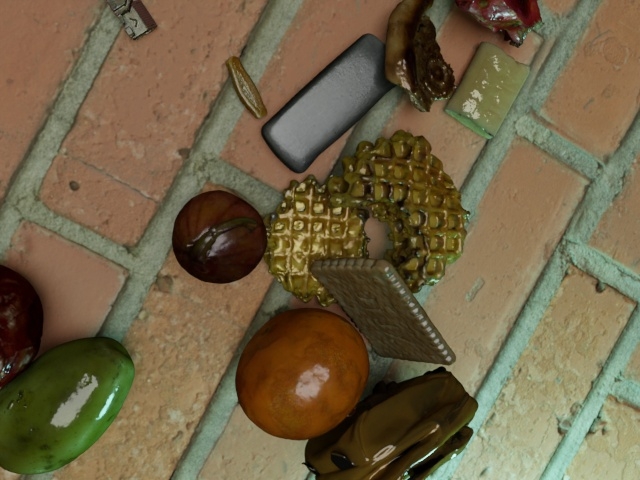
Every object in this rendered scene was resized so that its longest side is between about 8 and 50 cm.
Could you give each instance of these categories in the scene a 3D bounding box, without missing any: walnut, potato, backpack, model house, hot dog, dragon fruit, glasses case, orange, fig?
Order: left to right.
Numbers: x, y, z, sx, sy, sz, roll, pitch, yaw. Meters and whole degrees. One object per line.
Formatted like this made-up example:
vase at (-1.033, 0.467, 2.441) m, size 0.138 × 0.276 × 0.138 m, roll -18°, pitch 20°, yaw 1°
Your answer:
walnut at (-0.648, 0.164, 1.027) m, size 0.244 × 0.269 × 0.222 m, roll -13°, pitch 102°, yaw -12°
potato at (-0.507, 0.320, 1.105) m, size 0.304 × 0.216 × 0.216 m, roll -37°, pitch 103°, yaw -12°
model house at (-0.369, -0.446, 1.104) m, size 0.058 × 0.057 × 0.083 m, roll -32°, pitch 100°, yaw 0°
fig at (-0.206, -0.005, 1.124) m, size 0.205 × 0.205 × 0.205 m, roll -1°, pitch 98°, yaw -11°
hot dog at (-0.158, -0.317, 1.175) m, size 0.044 × 0.028 × 0.137 m, roll -38°, pitch 107°, yaw -30°
orange at (-0.039, 0.263, 1.148) m, size 0.284 × 0.284 × 0.226 m, roll -39°, pitch 107°, yaw -3°
glasses case at (0.025, -0.290, 1.190) m, size 0.323 × 0.074 × 0.131 m, roll -43°, pitch 103°, yaw -3°
backpack at (0.147, 0.405, 1.189) m, size 0.378 × 0.353 × 0.201 m, roll -21°, pitch 78°, yaw -38°
dragon fruit at (0.383, -0.504, 1.199) m, size 0.211 × 0.134 × 0.262 m, roll 43°, pitch 52°, yaw -27°

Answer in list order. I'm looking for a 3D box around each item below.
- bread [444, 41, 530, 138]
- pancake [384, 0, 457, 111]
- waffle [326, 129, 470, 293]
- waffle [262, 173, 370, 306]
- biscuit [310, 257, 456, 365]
bread at (0.376, -0.334, 1.258) m, size 0.139 × 0.060 × 0.178 m, roll 27°, pitch 92°, yaw -13°
pancake at (0.201, -0.396, 1.173) m, size 0.212 × 0.056 × 0.257 m, roll -27°, pitch 99°, yaw -37°
waffle at (0.169, -0.058, 1.183) m, size 0.261 × 0.151 × 0.324 m, roll -41°, pitch 110°, yaw -20°
waffle at (0.000, 0.001, 1.232) m, size 0.262 × 0.060 × 0.280 m, roll -43°, pitch 103°, yaw -2°
biscuit at (0.134, 0.150, 1.179) m, size 0.325 × 0.217 × 0.044 m, roll 52°, pitch 53°, yaw -29°
